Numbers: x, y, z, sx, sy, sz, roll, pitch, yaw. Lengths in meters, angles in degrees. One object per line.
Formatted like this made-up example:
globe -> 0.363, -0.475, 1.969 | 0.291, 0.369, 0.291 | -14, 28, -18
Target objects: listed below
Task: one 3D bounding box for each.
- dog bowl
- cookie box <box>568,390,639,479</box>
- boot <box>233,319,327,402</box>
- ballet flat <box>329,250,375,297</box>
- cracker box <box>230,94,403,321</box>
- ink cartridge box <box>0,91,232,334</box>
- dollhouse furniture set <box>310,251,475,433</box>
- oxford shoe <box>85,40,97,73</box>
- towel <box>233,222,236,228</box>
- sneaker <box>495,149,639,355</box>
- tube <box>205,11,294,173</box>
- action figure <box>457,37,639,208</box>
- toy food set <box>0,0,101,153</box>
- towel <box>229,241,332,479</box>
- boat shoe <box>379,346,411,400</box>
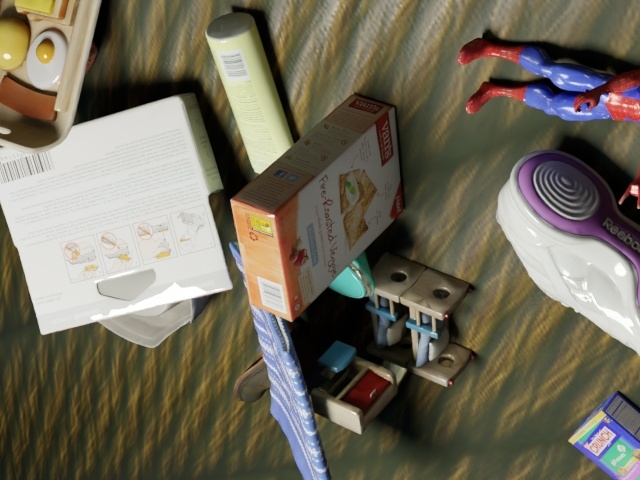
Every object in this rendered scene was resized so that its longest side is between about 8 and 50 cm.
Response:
dog bowl -> -0.292, -0.007, 1.906 | 0.349, 0.102, 0.348 | 27, 141, 25
cookie box -> 0.365, 0.245, 1.531 | 0.107, 0.040, 0.092 | 41, 145, 9
boot -> -0.056, 0.209, 1.891 | 0.106, 0.082, 0.219 | 43, 143, 9
ballet flat -> 0.000, 0.000, 1.619 | 0.247, 0.087, 0.083 | 21, 138, 45
cracker box -> 0.003, -0.040, 1.458 | 0.067, 0.232, 0.155 | 20, 137, 30
ink cartridge box -> -0.273, -0.034, 1.710 | 0.296, 0.066, 0.261 | -14, 96, 18
dollhouse furniture set -> 0.089, 0.134, 1.582 | 0.129, 0.184, 0.129 | 21, 138, 31
oxford shoe -> -0.467, -0.249, 1.826 | 0.397, 0.140, 0.146 | -18, 90, 42
towel -> -0.085, 0.008, 1.786 | 0.083, 0.009, 0.060 | 24, 139, 29
sneaker -> 0.309, 0.036, 1.352 | 0.305, 0.114, 0.152 | 47, 159, 6
tube -> -0.079, -0.166, 1.579 | 0.070, 0.062, 0.240 | -106, -1, -52
action figure -> 0.246, -0.120, 1.224 | 0.280, 0.139, 0.091 | 12, 134, 35
toy food set -> -0.401, -0.281, 1.647 | 0.220, 0.092, 0.306 | 18, 97, 33
towel -> -0.048, 0.188, 1.671 | 0.243, 0.040, 0.336 | -117, 11, -49
boat shoe -> 0.092, 0.188, 1.753 | 0.045, 0.050, 0.135 | 41, 134, 14
